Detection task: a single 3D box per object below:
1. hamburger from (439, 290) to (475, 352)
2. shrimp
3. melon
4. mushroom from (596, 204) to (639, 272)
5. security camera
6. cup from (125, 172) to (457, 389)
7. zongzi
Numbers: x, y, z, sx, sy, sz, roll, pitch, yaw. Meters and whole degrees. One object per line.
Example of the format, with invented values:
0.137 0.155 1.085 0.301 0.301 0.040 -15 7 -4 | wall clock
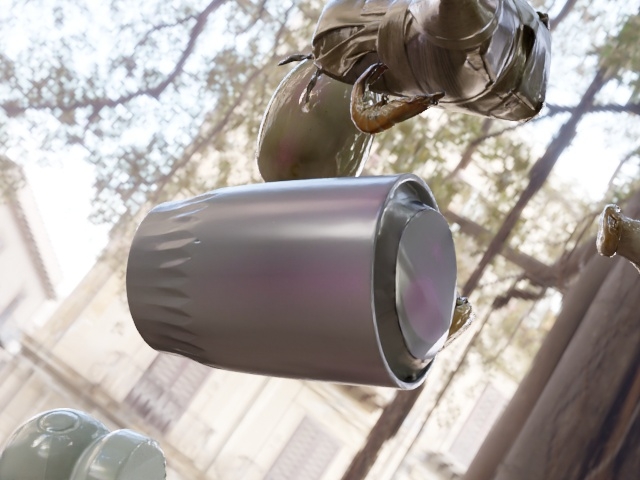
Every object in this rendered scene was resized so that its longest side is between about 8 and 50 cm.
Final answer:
0.253 0.196 2.400 0.108 0.213 0.214 52 -20 14 | hamburger
0.091 -0.175 1.257 0.127 0.091 0.025 -8 -18 28 | shrimp
-0.005 -0.211 2.064 0.223 0.317 0.223 20 -7 3 | melon
0.461 0.030 1.413 0.212 0.097 0.088 32 -26 1 | mushroom
-0.372 0.357 1.580 0.236 0.195 0.195 11 -32 19 | security camera
-0.034 0.051 1.302 0.371 0.253 0.253 -1 -39 25 | cup
0.089 -0.364 1.670 0.499 0.218 0.467 14 -7 29 | zongzi
